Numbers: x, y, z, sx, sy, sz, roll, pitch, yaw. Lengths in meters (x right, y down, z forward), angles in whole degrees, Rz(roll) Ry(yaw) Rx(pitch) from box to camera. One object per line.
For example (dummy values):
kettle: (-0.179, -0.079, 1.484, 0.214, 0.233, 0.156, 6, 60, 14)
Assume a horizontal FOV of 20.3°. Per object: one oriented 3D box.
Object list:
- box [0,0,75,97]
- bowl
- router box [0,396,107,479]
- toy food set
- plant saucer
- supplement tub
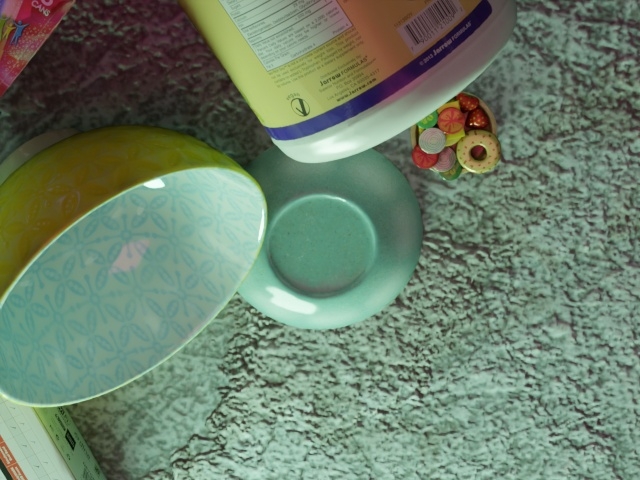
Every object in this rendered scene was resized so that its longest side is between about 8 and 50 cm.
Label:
box: (-0.272, -0.219, 1.462, 0.128, 0.257, 0.122, 38, 105, -14)
bowl: (-0.207, -0.007, 1.578, 0.289, 0.289, 0.156, -49, 61, 14)
router box: (-0.381, 0.236, 1.717, 0.301, 0.082, 0.335, -24, 109, 7)
toy food set: (0.122, -0.096, 1.642, 0.082, 0.020, 0.083, -12, 110, 3)
plant saucer: (0.000, 0.000, 1.665, 0.195, 0.037, 0.195, 0, 111, -1)
supplement tub: (-0.016, -0.256, 1.464, 0.241, 0.241, 0.331, -32, 107, 10)
